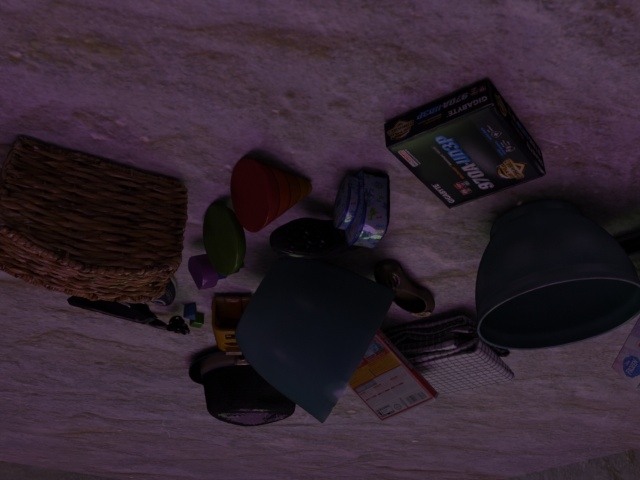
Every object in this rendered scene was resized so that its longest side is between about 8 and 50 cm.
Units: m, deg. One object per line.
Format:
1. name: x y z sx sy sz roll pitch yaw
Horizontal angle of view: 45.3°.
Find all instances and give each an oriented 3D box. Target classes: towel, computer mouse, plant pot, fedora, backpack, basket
1. towel: 0.296 0.276 1.858 0.283 0.121 0.235 -20 144 31
2. computer mouse: -0.404 0.145 1.658 0.261 0.060 0.184 16 171 -8
3. plant pot: 0.411 0.051 1.387 0.292 0.196 0.293 -5 150 -3
4. fedora: -0.178 0.393 1.998 0.333 0.153 0.334 -1 150 -1
5. backpack: 0.067 -0.048 1.285 0.084 0.114 0.105 7 150 -14
6. plant pot: -0.024 0.167 1.496 0.235 0.293 0.293 30 147 4
7. basket: -0.393 0.006 1.260 0.299 0.214 0.223 15 145 -26

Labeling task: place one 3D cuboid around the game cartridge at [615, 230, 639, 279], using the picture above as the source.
1. game cartridge: 0.616 0.059 1.560 0.297 0.062 0.198 -21 141 30

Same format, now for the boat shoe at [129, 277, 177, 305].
1. boat shoe: -0.358 0.081 1.523 0.095 0.079 0.254 -9 150 8

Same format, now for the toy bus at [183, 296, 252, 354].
1. toy bus: -0.191 0.202 1.715 0.191 0.104 0.202 -27 141 37

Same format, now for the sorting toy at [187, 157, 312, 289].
1. sorting toy: -0.120 -0.021 1.362 0.126 0.127 0.365 -11 157 -34

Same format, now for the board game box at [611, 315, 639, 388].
1. board game box: 0.700 0.095 1.416 0.318 0.066 0.318 -35 149 -19

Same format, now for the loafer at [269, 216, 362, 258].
1. loafer: 0.000 0.000 1.356 0.223 0.076 0.078 -8 166 -39

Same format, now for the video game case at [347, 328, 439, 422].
1. video game case: 0.116 0.295 1.804 0.285 0.025 0.204 48 136 -5

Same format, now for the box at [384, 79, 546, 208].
1. box: 0.228 -0.142 1.194 0.175 0.051 0.220 -19 146 28

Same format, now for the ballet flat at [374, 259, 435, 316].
1. ballet flat: 0.180 0.117 1.632 0.084 0.058 0.250 -14 148 21
